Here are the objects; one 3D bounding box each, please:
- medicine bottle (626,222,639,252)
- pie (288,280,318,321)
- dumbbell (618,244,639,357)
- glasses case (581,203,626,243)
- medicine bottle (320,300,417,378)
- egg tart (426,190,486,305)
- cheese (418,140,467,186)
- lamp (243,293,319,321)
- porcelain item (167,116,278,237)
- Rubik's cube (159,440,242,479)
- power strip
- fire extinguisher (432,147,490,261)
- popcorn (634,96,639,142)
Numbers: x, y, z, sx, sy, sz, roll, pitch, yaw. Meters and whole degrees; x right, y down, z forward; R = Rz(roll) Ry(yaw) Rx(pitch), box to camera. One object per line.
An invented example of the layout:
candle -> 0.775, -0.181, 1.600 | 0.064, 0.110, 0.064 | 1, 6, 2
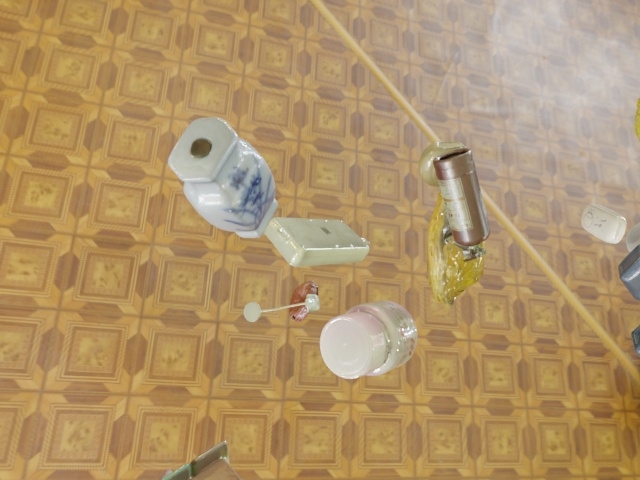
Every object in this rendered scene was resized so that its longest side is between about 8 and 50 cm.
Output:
medicine bottle -> 0.941, 0.003, 1.296 | 0.250, 0.131, 0.131 | 0, 73, -41
pie -> -0.058, 0.201, 1.585 | 0.038, 0.153, 0.154 | 24, 68, -23
dumbbell -> 0.770, 0.147, 1.050 | 0.156, 0.143, 0.316 | 47, 40, -13
glasses case -> 0.764, -0.048, 1.277 | 0.049, 0.197, 0.076 | 9, 109, 3
medicine bottle -> 0.172, 0.349, 1.666 | 0.324, 0.256, 0.256 | 4, 69, -55
egg tart -> 0.492, 0.021, 1.663 | 0.178, 0.443, 0.443 | 0, 69, 23
cheese -> 0.463, -0.292, 1.821 | 0.175, 0.203, 0.091 | -10, 46, -14
lamp -> -0.102, 0.172, 1.198 | 0.198, 0.056, 0.050 | -11, 81, 21
porcelain item -> -0.252, -0.154, 1.337 | 0.178, 0.405, 0.243 | 22, 75, 21
Rubik's cube -> -0.268, 0.645, 1.007 | 0.387, 0.358, 0.368 | -51, 137, -18
power strip -> 0.000, 0.000, 1.029 | 0.270, 0.046, 0.118 | -1, 39, -49
fire extinguisher -> 0.269, -0.057, 0.896 | 0.071, 0.099, 0.231 | -25, 110, -15
popcorn -> 0.923, -0.298, 1.209 | 0.173, 0.225, 0.286 | -21, 100, 6
